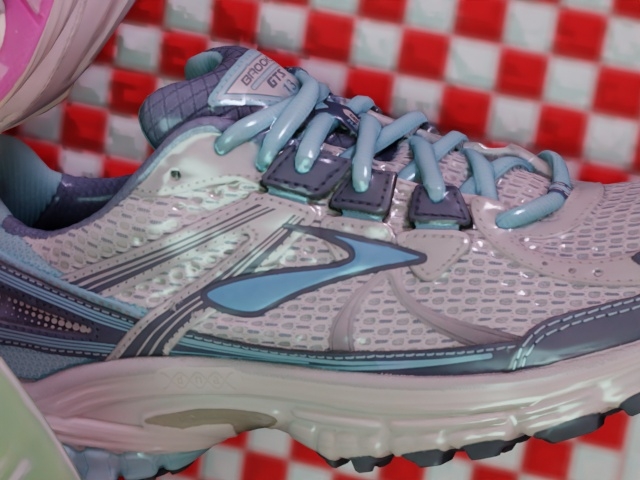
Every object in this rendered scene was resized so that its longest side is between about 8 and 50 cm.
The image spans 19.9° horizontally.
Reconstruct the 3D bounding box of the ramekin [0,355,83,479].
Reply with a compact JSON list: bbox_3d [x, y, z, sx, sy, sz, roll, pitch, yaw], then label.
[{"bbox_3d":[-0.201,0.077,0.528,0.303,0.148,0.303,32,150,21],"label":"ramekin"}]

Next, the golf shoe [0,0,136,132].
[{"bbox_3d":[-0.066,-0.164,0.512,0.115,0.140,0.306,27,90,9],"label":"golf shoe"}]

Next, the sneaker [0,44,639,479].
[{"bbox_3d":[0.000,0.000,0.543,0.283,0.110,0.122,-10,101,17],"label":"sneaker"}]
